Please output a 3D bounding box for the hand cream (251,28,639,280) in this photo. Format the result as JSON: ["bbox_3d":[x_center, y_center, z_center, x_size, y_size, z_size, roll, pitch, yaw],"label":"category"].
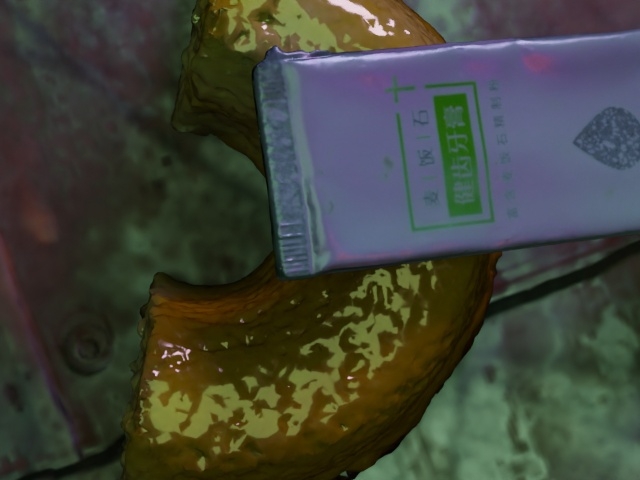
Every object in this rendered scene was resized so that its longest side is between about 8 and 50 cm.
[{"bbox_3d":[0.106,-0.043,0.756,0.275,0.050,0.079,-7,61,-21],"label":"hand cream"}]

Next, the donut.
[{"bbox_3d":[0.005,-0.004,0.793,0.152,0.101,0.259,8,87,-4],"label":"donut"}]
